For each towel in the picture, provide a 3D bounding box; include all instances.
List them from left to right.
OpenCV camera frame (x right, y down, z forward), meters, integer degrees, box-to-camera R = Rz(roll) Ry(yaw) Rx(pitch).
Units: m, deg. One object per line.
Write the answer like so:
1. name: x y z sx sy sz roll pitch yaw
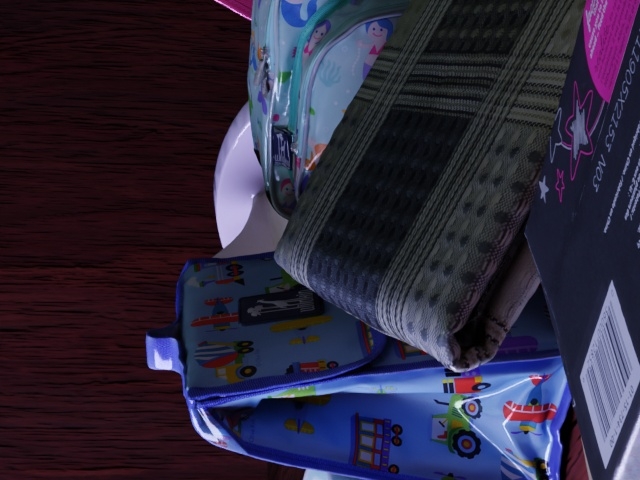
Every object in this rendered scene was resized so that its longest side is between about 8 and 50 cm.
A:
1. towel: 0.105 -0.093 0.907 0.324 0.056 0.312 -61 19 -2

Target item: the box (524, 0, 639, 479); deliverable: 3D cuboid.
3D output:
1. box: 0.179 -0.033 0.564 0.163 0.142 0.247 -98 11 -45

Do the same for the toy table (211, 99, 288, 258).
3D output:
1. toy table: 0.000 0.000 1.421 0.161 0.252 0.274 -103 0 -45

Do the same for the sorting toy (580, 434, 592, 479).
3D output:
1. sorting toy: 0.194 0.047 0.839 0.307 0.041 0.229 101 172 -51

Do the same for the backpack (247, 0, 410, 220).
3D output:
1. backpack: 0.058 -0.138 1.160 0.191 0.225 0.254 -115 24 -66

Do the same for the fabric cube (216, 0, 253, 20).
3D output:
1. fabric cube: -0.023 -0.318 1.387 0.258 0.254 0.259 -62 11 6

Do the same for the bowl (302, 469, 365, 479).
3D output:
1. bowl: 0.073 0.319 1.192 0.311 0.163 0.312 -179 90 -83

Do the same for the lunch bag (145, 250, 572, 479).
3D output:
1. lunch bag: 0.018 0.085 1.154 0.221 0.293 0.138 -105 18 -64
